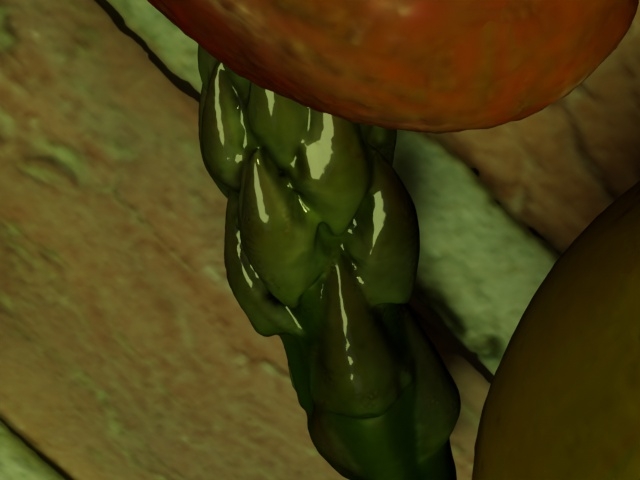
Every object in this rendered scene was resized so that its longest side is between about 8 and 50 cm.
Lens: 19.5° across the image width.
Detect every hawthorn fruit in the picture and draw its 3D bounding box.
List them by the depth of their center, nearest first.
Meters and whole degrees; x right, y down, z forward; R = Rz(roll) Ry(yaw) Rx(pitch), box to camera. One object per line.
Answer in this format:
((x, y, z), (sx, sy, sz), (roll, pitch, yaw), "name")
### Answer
((0.018, -0.120, 0.512), (0.189, 0.189, 0.189), (9, 133, 10), "hawthorn fruit")

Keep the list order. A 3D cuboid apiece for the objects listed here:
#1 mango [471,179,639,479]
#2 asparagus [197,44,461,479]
((0.262, 0.067, 0.565), (0.445, 0.232, 0.300), (-19, 119, 22), "mango")
((0.000, 0.000, 0.688), (0.080, 0.080, 0.287), (2, 131, 16), "asparagus")
